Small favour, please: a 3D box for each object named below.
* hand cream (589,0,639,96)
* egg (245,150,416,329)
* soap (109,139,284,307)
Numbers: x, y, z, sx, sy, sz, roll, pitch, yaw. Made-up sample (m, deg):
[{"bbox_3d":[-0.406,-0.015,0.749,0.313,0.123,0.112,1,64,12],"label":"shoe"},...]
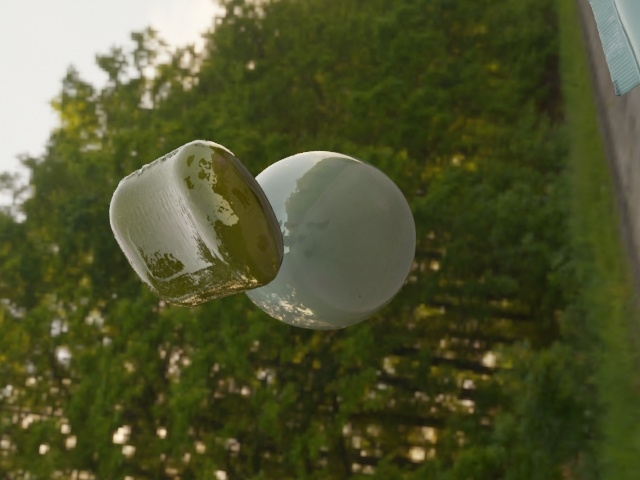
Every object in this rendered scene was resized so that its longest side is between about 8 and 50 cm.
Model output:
[{"bbox_3d":[0.252,-0.203,0.548,0.331,0.058,0.085,-50,41,48],"label":"hand cream"},{"bbox_3d":[0.000,0.000,0.907,0.209,0.151,0.151,2,-87,-70],"label":"egg"},{"bbox_3d":[-0.070,-0.007,0.617,0.045,0.140,0.089,-31,-82,-35],"label":"soap"}]
